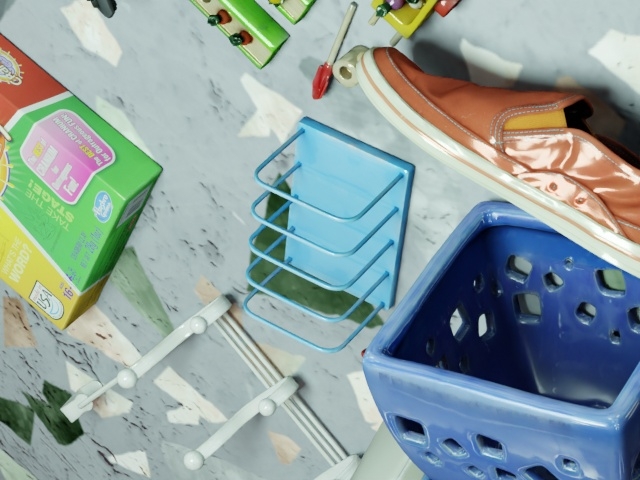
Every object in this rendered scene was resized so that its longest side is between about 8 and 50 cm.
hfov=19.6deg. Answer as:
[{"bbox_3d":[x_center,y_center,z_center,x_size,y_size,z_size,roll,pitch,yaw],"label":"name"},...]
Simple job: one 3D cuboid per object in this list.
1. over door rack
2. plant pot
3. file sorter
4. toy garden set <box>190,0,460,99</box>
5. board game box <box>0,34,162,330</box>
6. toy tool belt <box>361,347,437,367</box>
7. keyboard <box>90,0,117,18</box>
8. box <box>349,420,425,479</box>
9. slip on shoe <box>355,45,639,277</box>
[{"bbox_3d":[-0.131,0.220,1.963,0.239,0.108,0.324,51,138,-4],"label":"over door rack"},{"bbox_3d":[0.197,0.128,1.547,0.236,0.236,0.212,12,133,30],"label":"plant pot"},{"bbox_3d":[0.000,0.000,1.693,0.118,0.104,0.170,26,134,22],"label":"file sorter"},{"bbox_3d":[-0.008,-0.214,1.576,0.204,0.049,0.244,44,138,2],"label":"toy garden set"},{"bbox_3d":[-0.334,-0.086,1.922,0.316,0.064,0.242,39,137,7],"label":"board game box"},{"bbox_3d":[0.078,0.126,1.766,0.083,0.052,0.051,-5,109,41],"label":"toy tool belt"},{"bbox_3d":[-0.267,-0.350,1.611,0.201,0.033,0.317,54,169,40],"label":"keyboard"},{"bbox_3d":[0.148,0.262,1.715,0.232,0.149,0.127,41,140,-9],"label":"box"},{"bbox_3d":[0.174,-0.078,1.485,0.331,0.123,0.101,32,103,23],"label":"slip on shoe"}]
